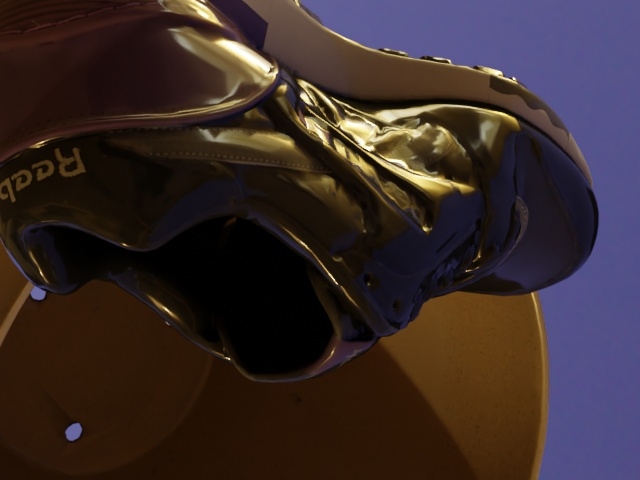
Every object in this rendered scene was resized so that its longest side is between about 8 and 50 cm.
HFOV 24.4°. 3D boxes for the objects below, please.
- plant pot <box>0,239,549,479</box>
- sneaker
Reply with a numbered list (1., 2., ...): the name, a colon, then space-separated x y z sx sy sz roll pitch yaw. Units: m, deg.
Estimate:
1. plant pot: -0.065 0.071 0.675 0.284 0.284 0.191 -50 -146 -15
2. sneaker: 0.000 0.000 0.492 0.107 0.283 0.124 -33 -125 34
